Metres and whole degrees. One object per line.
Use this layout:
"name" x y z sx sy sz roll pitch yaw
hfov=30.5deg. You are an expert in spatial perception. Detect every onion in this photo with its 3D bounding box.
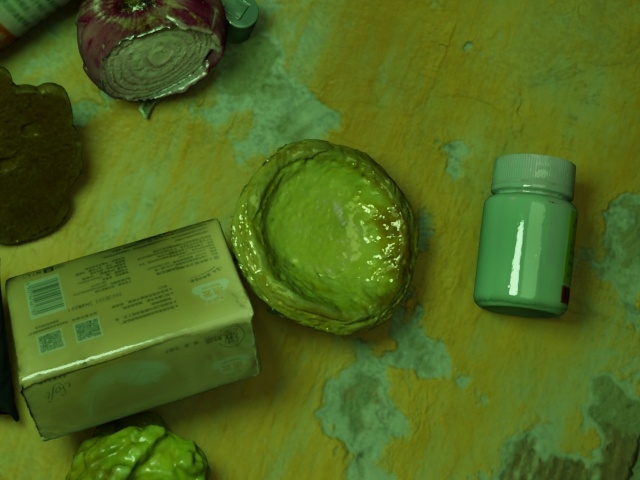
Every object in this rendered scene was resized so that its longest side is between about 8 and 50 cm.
"onion" -0.242 -0.304 1.648 0.207 0.200 0.201 -31 89 24

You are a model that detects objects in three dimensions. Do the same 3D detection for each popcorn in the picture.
"popcorn" -0.253 0.329 1.586 0.197 0.155 0.198 -2 95 -28

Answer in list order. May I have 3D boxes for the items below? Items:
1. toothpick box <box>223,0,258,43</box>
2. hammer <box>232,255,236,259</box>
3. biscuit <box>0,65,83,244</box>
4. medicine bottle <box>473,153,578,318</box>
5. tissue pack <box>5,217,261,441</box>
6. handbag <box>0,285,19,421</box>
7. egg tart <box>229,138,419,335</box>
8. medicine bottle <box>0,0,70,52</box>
"toothpick box" -0.120 -0.323 1.714 0.052 0.083 0.052 1 83 -10
"hammer" -0.142 0.035 1.706 0.123 0.014 0.029 -31 100 -15
"biscuit" -0.426 -0.118 1.573 0.208 0.041 0.290 -18 130 -16
"medicine bottle" 0.304 -0.005 1.724 0.139 0.139 0.225 9 82 -9
"tissue pack" -0.244 0.143 1.584 0.305 0.238 0.239 -17 87 -9
"handbag" -0.514 0.132 1.546 0.211 0.089 0.254 1 117 1
"egg tart" 0.000 0.000 1.660 0.294 0.123 0.294 5 79 -26
"medicine bottle" -0.374 -0.434 1.578 0.388 0.219 0.219 -36 91 0
